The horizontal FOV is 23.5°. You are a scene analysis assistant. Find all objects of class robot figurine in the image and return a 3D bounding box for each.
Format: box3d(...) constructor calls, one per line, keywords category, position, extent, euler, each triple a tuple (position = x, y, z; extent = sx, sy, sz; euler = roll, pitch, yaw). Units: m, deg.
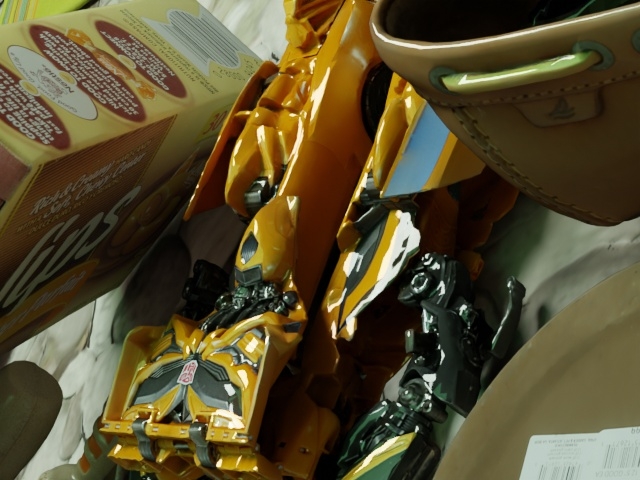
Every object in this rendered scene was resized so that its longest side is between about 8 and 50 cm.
box3d(category="robot figurine", position=(0.000, 0.000, 0.674), extent=(0.211, 0.085, 0.291), euler=(-6, 55, 49))

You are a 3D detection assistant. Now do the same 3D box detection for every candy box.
box3d(category="candy box", position=(-0.152, -0.026, 0.805), extent=(0.183, 0.087, 0.316), euler=(-51, -6, 21))

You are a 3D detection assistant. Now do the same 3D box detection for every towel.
box3d(category="towel", position=(-0.223, -0.228, 1.351), extent=(0.237, 0.021, 0.102), euler=(-23, 52, 49))

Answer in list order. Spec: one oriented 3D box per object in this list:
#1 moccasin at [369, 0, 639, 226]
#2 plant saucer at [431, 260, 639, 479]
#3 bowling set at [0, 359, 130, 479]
box3d(category="moccasin", position=(0.168, -0.135, 0.442), extent=(0.380, 0.147, 0.139), euler=(-26, 47, 44))
box3d(category="plant saucer", position=(0.106, 0.113, 0.471), extent=(0.278, 0.041, 0.278), euler=(-41, 34, 36))
box3d(category="bowling set", position=(-0.159, 0.149, 0.727), extent=(0.154, 0.199, 0.287), euler=(-53, 25, 20))
